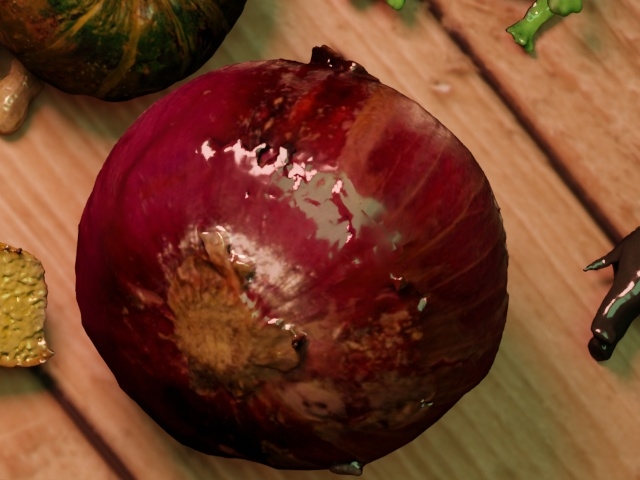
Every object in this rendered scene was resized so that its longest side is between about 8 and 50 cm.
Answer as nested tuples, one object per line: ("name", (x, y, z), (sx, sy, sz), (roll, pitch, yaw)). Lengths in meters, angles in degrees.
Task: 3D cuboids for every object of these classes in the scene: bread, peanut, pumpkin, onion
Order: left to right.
("bread", (-0.300, 0.043, 1.519), (0.187, 0.065, 0.103), (9, 94, -25))
("peanut", (-0.253, -0.128, 1.612), (0.037, 0.037, 0.083), (26, 67, -5))
("pumpkin", (-0.179, -0.242, 1.578), (0.260, 0.189, 0.260), (-1, 93, -28))
("onion", (0.000, 0.000, 1.524), (0.348, 0.348, 0.385), (45, 34, 0))

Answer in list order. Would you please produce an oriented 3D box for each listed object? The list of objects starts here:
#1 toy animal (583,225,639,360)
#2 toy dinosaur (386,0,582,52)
("toy animal", (0.346, 0.076, 1.651), (0.245, 0.114, 0.146), (36, 73, -2))
("toy dinosaur", (0.245, -0.397, 1.755), (0.374, 0.144, 0.500), (14, 71, 4))
